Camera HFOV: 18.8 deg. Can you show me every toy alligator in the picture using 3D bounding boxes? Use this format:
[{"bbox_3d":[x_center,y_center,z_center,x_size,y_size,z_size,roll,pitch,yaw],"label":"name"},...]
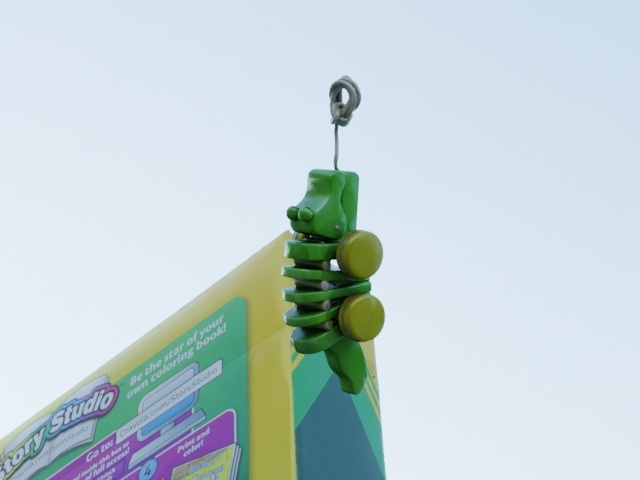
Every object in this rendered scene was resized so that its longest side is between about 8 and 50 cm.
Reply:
[{"bbox_3d":[0.000,0.000,1.127,0.056,0.051,0.189,9,-75,51],"label":"toy alligator"}]

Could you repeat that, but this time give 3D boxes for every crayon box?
[{"bbox_3d":[-0.116,0.213,1.381,0.363,0.313,0.106,-35,-56,26],"label":"crayon box"}]
